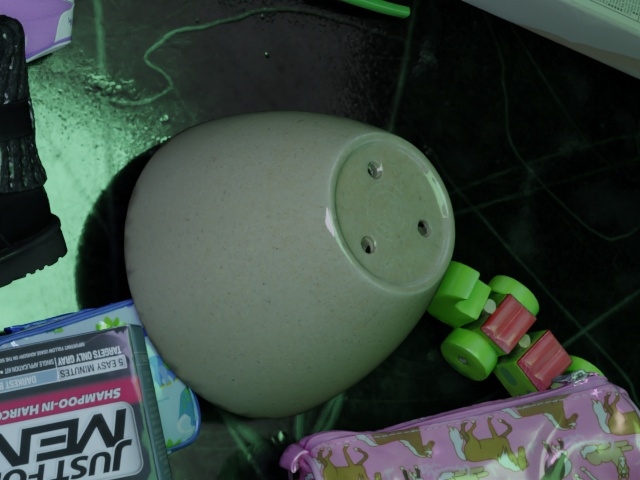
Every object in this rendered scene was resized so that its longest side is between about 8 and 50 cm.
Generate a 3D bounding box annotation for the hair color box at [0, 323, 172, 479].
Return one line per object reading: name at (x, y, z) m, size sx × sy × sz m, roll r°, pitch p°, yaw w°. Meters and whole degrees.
hair color box at (-0.228, 0.279, 1.739) m, size 0.185 × 0.113 × 0.375 m, roll -11°, pitch 87°, yaw 0°

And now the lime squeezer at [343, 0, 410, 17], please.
lime squeezer at (-0.033, -0.330, 2.081) m, size 0.310 × 0.059 × 0.110 m, roll 43°, pitch 37°, yaw -13°

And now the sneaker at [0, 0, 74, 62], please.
sneaker at (-0.380, -0.237, 1.867) m, size 0.282 × 0.102 × 0.161 m, roll -4°, pitch 87°, yaw -26°

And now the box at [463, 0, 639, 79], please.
box at (0.327, -0.312, 2.202) m, size 0.311 × 0.121 × 0.148 m, roll 22°, pitch 74°, yaw -21°

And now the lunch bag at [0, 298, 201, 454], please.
lunch bag at (-0.244, 0.158, 1.882) m, size 0.219 × 0.090 × 0.176 m, roll -15°, pitch 87°, yaw -28°

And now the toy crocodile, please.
toy crocodile at (0.247, 0.148, 2.108) m, size 0.340 × 0.105 × 0.115 m, roll 47°, pitch 66°, yaw -13°

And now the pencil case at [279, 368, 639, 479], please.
pencil case at (0.156, 0.255, 1.976) m, size 0.386 × 0.160 × 0.167 m, roll -12°, pitch 61°, yaw -11°

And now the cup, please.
cup at (0.000, 0.000, 1.895) m, size 0.331 × 0.237 × 0.331 m, roll 15°, pitch 66°, yaw -36°

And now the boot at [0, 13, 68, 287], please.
boot at (-0.414, -0.057, 1.768) m, size 0.348 × 0.131 × 0.260 m, roll -28°, pitch 118°, yaw -36°
